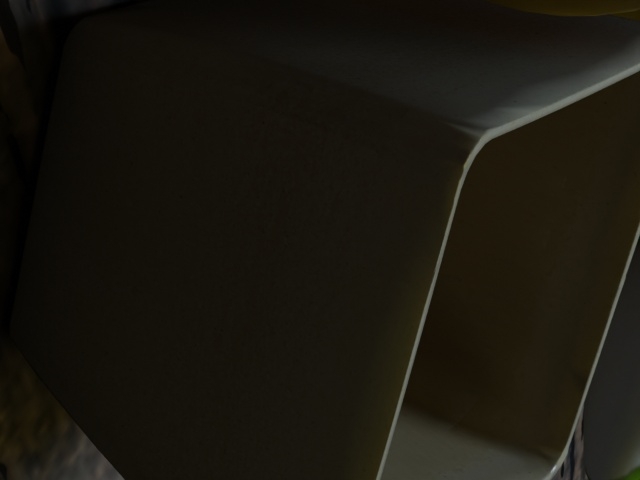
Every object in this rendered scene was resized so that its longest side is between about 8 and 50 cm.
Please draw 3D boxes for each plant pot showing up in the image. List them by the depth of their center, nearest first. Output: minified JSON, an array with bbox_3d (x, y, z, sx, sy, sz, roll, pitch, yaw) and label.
[{"bbox_3d":[0.000,0.000,0.405,0.109,0.096,0.109,-27,137,-56],"label":"plant pot"}]

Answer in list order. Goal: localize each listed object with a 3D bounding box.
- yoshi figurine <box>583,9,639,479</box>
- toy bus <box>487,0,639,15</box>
[{"bbox_3d":[0.186,0.057,0.671,0.203,0.203,0.362,-87,170,-59],"label":"yoshi figurine"},{"bbox_3d":[0.099,-0.164,0.413,0.220,0.149,0.211,-34,129,-46],"label":"toy bus"}]
